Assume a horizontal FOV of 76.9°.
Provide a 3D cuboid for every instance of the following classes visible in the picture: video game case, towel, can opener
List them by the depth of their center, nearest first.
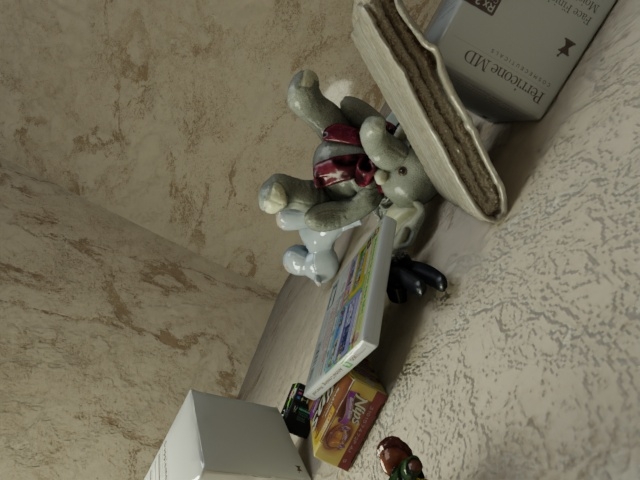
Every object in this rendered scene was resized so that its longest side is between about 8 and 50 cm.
[{"bbox_3d":[0.123,-0.161,0.488,0.049,0.282,0.187,-30,12,10],"label":"towel"},{"bbox_3d":[0.123,0.048,0.536,0.059,0.073,0.186,-21,0,-7],"label":"can opener"},{"bbox_3d":[0.043,0.096,0.576,0.193,0.023,0.213,-58,9,45],"label":"video game case"}]

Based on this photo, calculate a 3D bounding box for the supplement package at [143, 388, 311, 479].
[{"bbox_3d":[-0.177,0.422,0.631,0.293,0.177,0.175,-62,29,4],"label":"supplement package"}]

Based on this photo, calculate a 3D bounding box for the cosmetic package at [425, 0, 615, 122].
[{"bbox_3d":[0.227,-0.263,0.499,0.184,0.151,0.151,-63,6,13],"label":"cosmetic package"}]

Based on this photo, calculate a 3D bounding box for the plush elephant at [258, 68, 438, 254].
[{"bbox_3d":[0.094,-0.128,0.691,0.255,0.329,0.272,-3,63,57],"label":"plush elephant"}]

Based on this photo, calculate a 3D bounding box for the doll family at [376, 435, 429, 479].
[{"bbox_3d":[0.046,0.221,0.294,0.111,0.075,0.193,-81,15,-59],"label":"doll family"}]

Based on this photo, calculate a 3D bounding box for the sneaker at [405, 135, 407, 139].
[{"bbox_3d":[0.192,-0.177,0.831,0.234,0.078,0.106,122,171,-75],"label":"sneaker"}]

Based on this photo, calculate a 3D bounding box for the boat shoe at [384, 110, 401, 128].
[{"bbox_3d":[0.221,-0.338,1.288,0.094,0.109,0.302,-48,5,-34],"label":"boat shoe"}]

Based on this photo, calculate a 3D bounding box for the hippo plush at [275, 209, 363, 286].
[{"bbox_3d":[0.000,0.000,1.241,0.234,0.293,0.237,-48,-37,-64],"label":"hippo plush"}]

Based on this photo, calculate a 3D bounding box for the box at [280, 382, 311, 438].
[{"bbox_3d":[-0.040,0.315,0.751,0.083,0.052,0.062,-67,7,-27],"label":"box"}]

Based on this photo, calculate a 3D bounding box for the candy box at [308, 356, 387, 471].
[{"bbox_3d":[0.030,0.217,0.576,0.109,0.053,0.186,-62,7,1],"label":"candy box"}]
